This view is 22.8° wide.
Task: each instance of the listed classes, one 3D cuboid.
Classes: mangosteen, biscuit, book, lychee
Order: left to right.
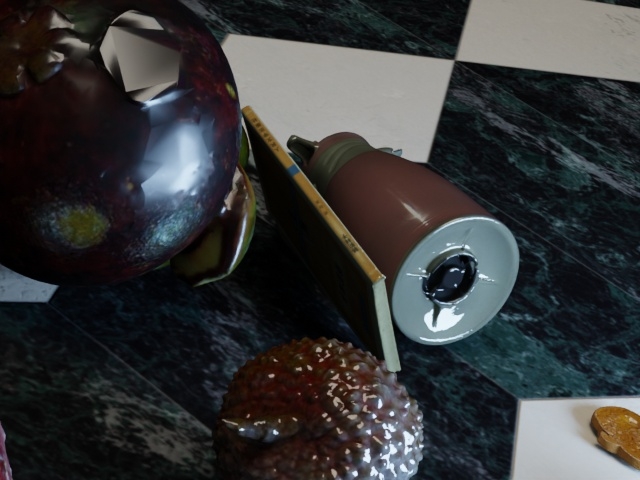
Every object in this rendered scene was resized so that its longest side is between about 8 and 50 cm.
[{"bbox_3d":[-0.201,-0.095,1.433,0.311,0.311,0.311,17,28,-9],"label":"mangosteen"},{"bbox_3d":[-0.006,0.155,1.245,0.165,0.165,0.197,39,5,29],"label":"lychee"},{"bbox_3d":[-0.001,0.000,1.509,0.018,0.170,0.242,-29,57,-11],"label":"book"},{"bbox_3d":[0.301,0.195,1.550,0.078,0.015,0.091,-1,35,-33],"label":"biscuit"}]

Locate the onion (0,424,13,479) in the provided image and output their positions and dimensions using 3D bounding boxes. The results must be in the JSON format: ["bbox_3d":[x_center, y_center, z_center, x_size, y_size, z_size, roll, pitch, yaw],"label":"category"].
[{"bbox_3d":[-0.360,0.137,1.054,0.314,0.146,0.280,28,32,3],"label":"onion"}]

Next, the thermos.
[{"bbox_3d":[0.062,-0.016,1.638,0.176,0.146,0.265,-23,38,-19],"label":"thermos"}]
